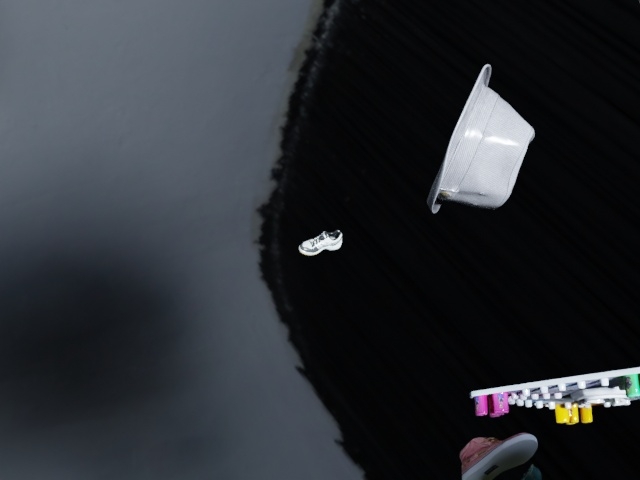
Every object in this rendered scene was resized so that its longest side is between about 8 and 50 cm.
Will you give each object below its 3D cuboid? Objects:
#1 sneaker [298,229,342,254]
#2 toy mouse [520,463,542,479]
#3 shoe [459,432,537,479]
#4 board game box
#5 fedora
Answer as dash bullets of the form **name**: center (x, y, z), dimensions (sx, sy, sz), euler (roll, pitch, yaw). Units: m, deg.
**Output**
- **sneaker**: center (0.000, 0.000, 1.632), dimensions (0.083, 0.032, 0.037), euler (-15, 141, -27)
- **toy mouse**: center (0.362, 0.452, 1.669), dimensions (0.161, 0.031, 0.143), euler (-34, 153, -50)
- **shoe**: center (0.341, 0.407, 1.816), dimensions (0.063, 0.081, 0.178), euler (35, 118, -24)
- **board game box**: center (0.557, 0.309, 1.816), dimensions (0.390, 0.050, 0.390), euler (-17, 158, 40)
- **fedora**: center (0.275, -0.145, 1.547), dimensions (0.275, 0.124, 0.244), euler (104, 11, -60)
